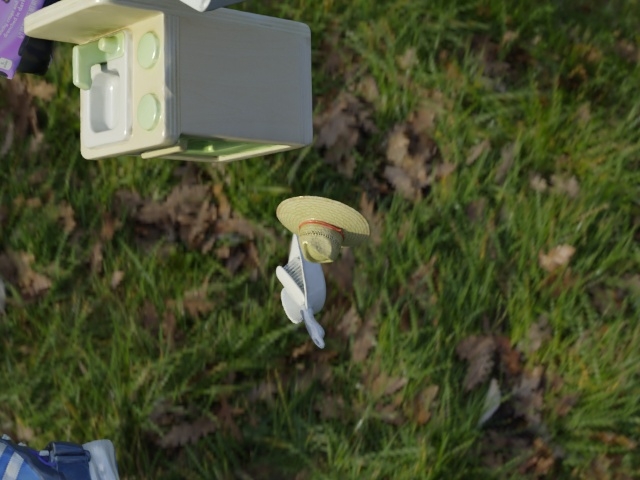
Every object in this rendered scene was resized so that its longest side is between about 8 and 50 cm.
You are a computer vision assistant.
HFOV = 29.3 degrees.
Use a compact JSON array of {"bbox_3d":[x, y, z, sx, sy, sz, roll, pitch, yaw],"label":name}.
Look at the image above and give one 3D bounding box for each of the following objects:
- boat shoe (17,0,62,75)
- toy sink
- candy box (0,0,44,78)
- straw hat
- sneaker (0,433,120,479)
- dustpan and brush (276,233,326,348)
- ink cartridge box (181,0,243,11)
[{"bbox_3d":[-0.455,-0.393,1.851,0.127,0.158,0.340,10,30,-38],"label":"boat shoe"},{"bbox_3d":[-0.144,-0.143,1.154,0.234,0.153,0.131,3,84,-41],"label":"toy sink"},{"bbox_3d":[-0.396,-0.283,1.300,0.196,0.165,0.070,16,16,-37],"label":"candy box"},{"bbox_3d":[0.000,0.000,1.728,0.144,0.144,0.061,13,64,2],"label":"straw hat"},{"bbox_3d":[-0.370,0.285,1.485,0.323,0.130,0.236,34,29,29],"label":"sneaker"},{"bbox_3d":[-0.024,0.087,1.870,0.060,0.147,0.211,-13,44,-27],"label":"dustpan and brush"},{"bbox_3d":[-0.129,-0.277,1.015,0.232,0.066,0.189,30,30,17],"label":"ink cartridge box"}]
